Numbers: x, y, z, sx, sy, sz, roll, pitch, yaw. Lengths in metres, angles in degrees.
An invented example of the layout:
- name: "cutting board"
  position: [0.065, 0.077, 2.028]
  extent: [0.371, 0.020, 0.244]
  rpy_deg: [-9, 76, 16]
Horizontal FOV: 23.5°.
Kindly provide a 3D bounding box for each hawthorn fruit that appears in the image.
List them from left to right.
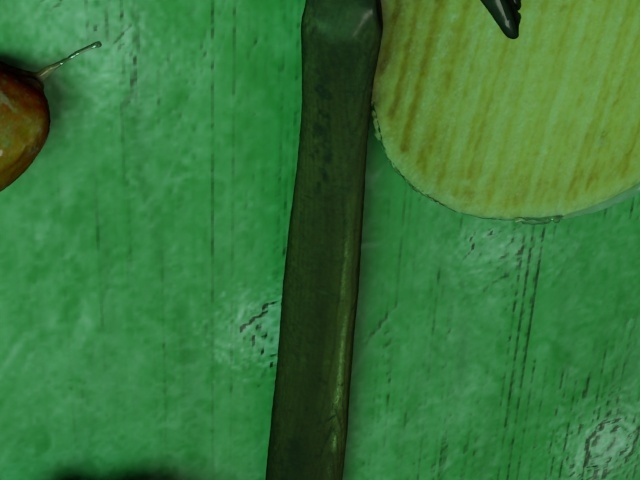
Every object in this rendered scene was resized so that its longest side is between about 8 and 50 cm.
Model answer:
- name: "hawthorn fruit"
  position: [-0.149, -0.066, 0.725]
  extent: [0.103, 0.067, 0.067]
  rpy_deg: [-45, 131, -7]

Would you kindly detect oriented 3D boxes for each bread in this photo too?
- name: "bread"
  position: [0.138, -0.123, 0.838]
  extent: [0.267, 0.040, 0.267]
  rpy_deg: [-14, 128, -18]

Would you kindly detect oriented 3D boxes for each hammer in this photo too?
- name: "hammer"
  position: [0.000, 0.000, 0.832]
  extent: [0.168, 0.044, 0.439]
  rpy_deg: [11, 130, 6]
